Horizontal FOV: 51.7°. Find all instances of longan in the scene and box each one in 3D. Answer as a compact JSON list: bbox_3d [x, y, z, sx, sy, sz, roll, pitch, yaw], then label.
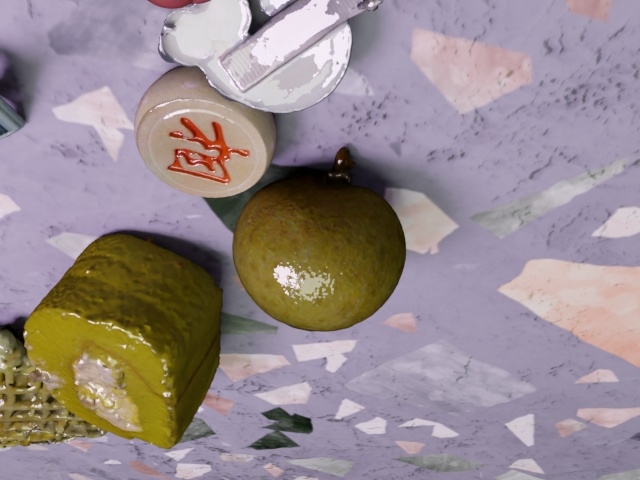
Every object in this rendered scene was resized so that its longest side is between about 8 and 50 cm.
[{"bbox_3d":[0.000,0.000,0.610,0.154,0.176,0.145,5,-173,-31],"label":"longan"}]

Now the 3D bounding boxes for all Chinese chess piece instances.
[{"bbox_3d":[-0.098,-0.092,0.571,0.122,0.051,0.122,4,139,4],"label":"Chinese chess piece"}]

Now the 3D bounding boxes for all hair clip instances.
[{"bbox_3d":[-0.028,-0.151,0.480,0.172,0.049,0.116,-27,111,28],"label":"hair clip"}]

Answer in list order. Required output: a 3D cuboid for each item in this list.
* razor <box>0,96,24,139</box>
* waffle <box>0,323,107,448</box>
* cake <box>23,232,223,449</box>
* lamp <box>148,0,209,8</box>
[{"bbox_3d":[-0.385,-0.164,0.531,0.277,0.056,0.111,23,173,-10],"label":"razor"},{"bbox_3d":[-0.456,0.231,0.947,0.316,0.073,0.297,-20,139,12],"label":"waffle"},{"bbox_3d":[-0.218,0.121,0.758,0.179,0.156,0.261,21,135,8],"label":"cake"},{"bbox_3d":[-0.094,-0.201,0.411,0.107,0.092,0.108,-15,123,-24],"label":"lamp"}]
